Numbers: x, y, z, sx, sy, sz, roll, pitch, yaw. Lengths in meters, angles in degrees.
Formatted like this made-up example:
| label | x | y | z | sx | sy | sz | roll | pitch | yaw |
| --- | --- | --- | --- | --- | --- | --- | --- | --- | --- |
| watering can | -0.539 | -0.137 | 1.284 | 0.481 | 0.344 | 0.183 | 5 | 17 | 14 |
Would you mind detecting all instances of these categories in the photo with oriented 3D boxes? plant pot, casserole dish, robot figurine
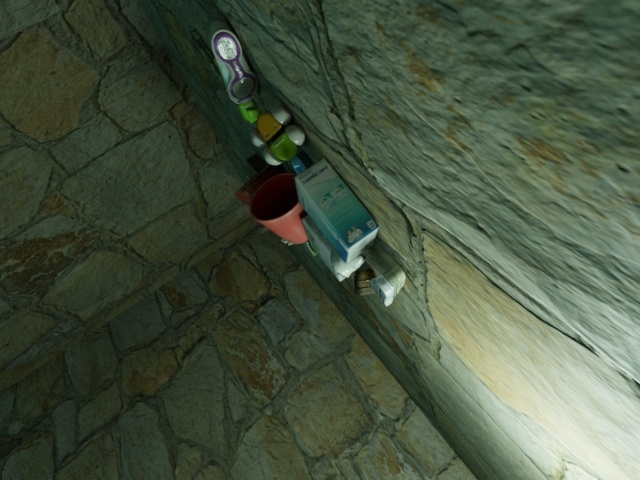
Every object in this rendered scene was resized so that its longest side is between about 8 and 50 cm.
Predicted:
| label | x | y | z | sx | sy | sz | roll | pitch | yaw |
| --- | --- | --- | --- | --- | --- | --- | --- | --- | --- |
| plant pot | -0.137 | -0.126 | 1.848 | 0.275 | 0.275 | 0.243 | 46 | 176 | 44 |
| plant pot | -0.246 | -0.217 | 2.067 | 0.265 | 0.272 | 0.272 | 49 | 172 | -14 |
| casserole dish | -0.062 | -0.275 | 1.568 | 0.114 | 0.037 | 0.188 | 54 | 171 | 2 |
| robot figurine | -0.301 | -0.547 | 1.706 | 0.101 | 0.067 | 0.115 | 58 | 175 | 43 |

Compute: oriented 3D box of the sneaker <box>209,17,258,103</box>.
| label | x | y | z | sx | sy | sz | roll | pitch | yaw |
| --- | --- | --- | --- | --- | --- | --- | --- | --- | --- |
| sneaker | -0.301 | -0.618 | 1.427 | 0.305 | 0.114 | 0.152 | 79 | 169 | -58 |

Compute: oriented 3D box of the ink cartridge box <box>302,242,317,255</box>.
| label | x | y | z | sx | sy | sz | roll | pitch | yaw |
| --- | --- | --- | --- | --- | --- | --- | --- | --- | --- |
| ink cartridge box | -0.077 | 0.003 | 2.530 | 0.108 | 0.062 | 0.209 | 61 | 169 | -31 |

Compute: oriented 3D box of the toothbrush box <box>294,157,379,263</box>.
| label | x | y | z | sx | sy | sz | roll | pitch | yaw |
| --- | --- | --- | --- | --- | --- | --- | --- | --- | --- |
| toothbrush box | 0.050 | -0.092 | 1.374 | 0.295 | 0.126 | 0.216 | 52 | 171 | 14 |

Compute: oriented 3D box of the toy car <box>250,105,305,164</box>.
| label | x | y | z | sx | sy | sz | roll | pitch | yaw |
| --- | --- | --- | --- | --- | --- | --- | --- | --- | --- |
| toy car | -0.133 | -0.353 | 1.397 | 0.181 | 0.159 | 0.136 | 54 | -155 | 4 |

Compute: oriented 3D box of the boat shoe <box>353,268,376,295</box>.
| label | x | y | z | sx | sy | sz | roll | pitch | yaw |
| --- | --- | --- | --- | --- | --- | --- | --- | --- | --- |
| boat shoe | 0.193 | 0.169 | 1.705 | 0.307 | 0.111 | 0.104 | 87 | 174 | -82 |

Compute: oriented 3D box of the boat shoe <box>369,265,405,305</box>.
| label | x | y | z | sx | sy | sz | roll | pitch | yaw |
| --- | --- | --- | --- | --- | --- | --- | --- | --- | --- |
| boat shoe | 0.236 | 0.156 | 1.410 | 0.109 | 0.094 | 0.302 | 56 | 177 | 10 |

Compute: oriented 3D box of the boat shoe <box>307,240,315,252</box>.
| label | x | y | z | sx | sy | sz | roll | pitch | yaw |
| --- | --- | --- | --- | --- | --- | --- | --- | --- | --- |
| boat shoe | 0.000 | 0.000 | 2.065 | 0.123 | 0.123 | 0.342 | 24 | -178 | -38 |

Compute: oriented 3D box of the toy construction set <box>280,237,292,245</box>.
| label | x | y | z | sx | sy | sz | roll | pitch | yaw |
| --- | --- | --- | --- | --- | --- | --- | --- | --- | --- |
| toy construction set | -0.199 | -0.128 | 2.464 | 0.215 | 0.151 | 0.327 | 52 | 160 | 30 |

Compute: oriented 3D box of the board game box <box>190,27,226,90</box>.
| label | x | y | z | sx | sy | sz | roll | pitch | yaw |
| --- | --- | --- | --- | --- | --- | --- | --- | --- | --- |
| board game box | -0.502 | -0.820 | 1.878 | 0.259 | 0.030 | 0.136 | 55 | 173 | -3 |

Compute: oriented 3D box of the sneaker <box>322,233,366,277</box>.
| label | x | y | z | sx | sy | sz | roll | pitch | yaw |
| --- | --- | --- | --- | --- | --- | --- | --- | --- | --- |
| sneaker | 0.089 | -0.012 | 1.541 | 0.111 | 0.129 | 0.296 | 13 | -130 | -52 |

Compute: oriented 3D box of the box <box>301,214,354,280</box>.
| label | x | y | z | sx | sy | sz | roll | pitch | yaw |
| --- | --- | --- | --- | --- | --- | --- | --- | --- | --- |
| box | 0.048 | 0.017 | 1.764 | 0.231 | 0.127 | 0.261 | 49 | 169 | 28 |

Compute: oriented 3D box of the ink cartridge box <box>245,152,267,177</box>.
| label | x | y | z | sx | sy | sz | roll | pitch | yaw |
| --- | --- | --- | --- | --- | --- | --- | --- | --- | --- |
| ink cartridge box | -0.329 | -0.367 | 2.415 | 0.193 | 0.088 | 0.234 | 50 | 170 | 33 |
